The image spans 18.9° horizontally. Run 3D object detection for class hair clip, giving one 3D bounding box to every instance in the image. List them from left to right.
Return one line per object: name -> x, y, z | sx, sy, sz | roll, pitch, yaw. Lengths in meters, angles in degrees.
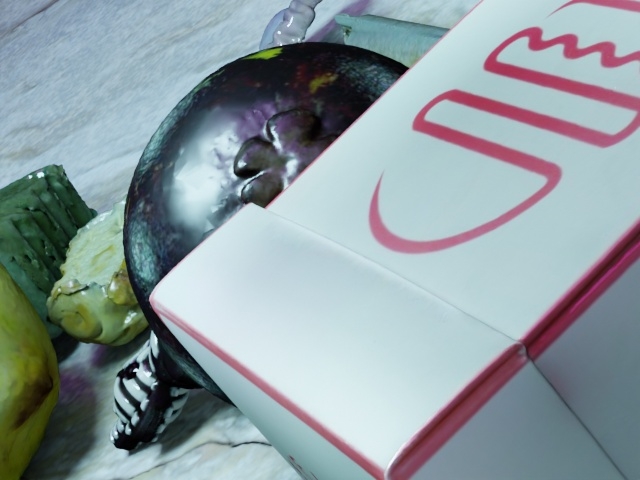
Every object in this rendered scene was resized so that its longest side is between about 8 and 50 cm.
hair clip -> -0.029, -0.165, 1.866 | 0.173, 0.069, 0.300 | -55, 22, 20

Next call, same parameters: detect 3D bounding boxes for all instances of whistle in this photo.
whistle -> 0.096, -0.165, 1.712 | 0.057, 0.068, 0.326 | -34, 22, -15

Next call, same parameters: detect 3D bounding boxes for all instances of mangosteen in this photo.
mangosteen -> 0.000, 0.000, 1.367 | 0.288, 0.288, 0.288 | -33, 26, 18

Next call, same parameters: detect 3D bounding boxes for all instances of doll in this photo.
doll -> -0.116, 0.097, 1.535 | 0.219, 0.067, 0.091 | 126, 158, -46

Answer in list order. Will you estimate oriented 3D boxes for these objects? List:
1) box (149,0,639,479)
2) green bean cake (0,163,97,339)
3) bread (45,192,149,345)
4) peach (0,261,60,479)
box -> 0.156, 0.070, 0.942 | 0.300, 0.314, 0.312 | -43, 24, -8
green bean cake -> -0.348, 0.049, 1.928 | 0.241, 0.132, 0.255 | -34, 17, 21
bread -> -0.184, 0.022, 1.802 | 0.128, 0.088, 0.232 | -25, 22, 15
peach -> -0.392, 0.124, 1.663 | 0.314, 0.316, 0.281 | 109, -177, -50
